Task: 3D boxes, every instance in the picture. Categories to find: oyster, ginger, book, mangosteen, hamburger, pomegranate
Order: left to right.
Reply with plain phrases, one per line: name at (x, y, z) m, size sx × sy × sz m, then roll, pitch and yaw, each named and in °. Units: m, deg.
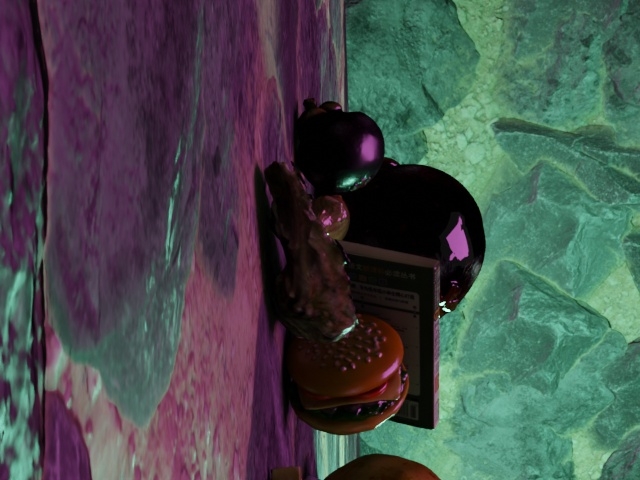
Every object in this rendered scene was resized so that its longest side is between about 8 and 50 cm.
oyster at (-0.024, 0.017, 1.239) m, size 0.166 × 0.094 × 0.294 m, roll -113°, pitch -177°, yaw -46°
ginger at (0.003, -0.006, 1.593) m, size 0.165 × 0.067 × 0.096 m, roll 98°, pitch 17°, yaw -48°
mangosteen at (0.020, -0.140, 1.598) m, size 0.151 × 0.137 × 0.137 m, roll 55°, pitch -2°, yaw 10°
hamburger at (0.033, 0.165, 1.398) m, size 0.162 × 0.162 × 0.115 m, roll -85°, pitch 168°, yaw -53°
book at (0.060, 0.123, 1.480) m, size 0.027 × 0.202 × 0.264 m, roll -49°, pitch 143°, yaw -49°
pomegranate at (0.086, 0.425, 1.622) m, size 0.248 × 0.248 × 0.248 m, roll -1°, pitch 90°, yaw -86°
mangosteen at (0.125, -0.010, 1.983) m, size 0.347 × 0.307 × 0.306 m, roll 56°, pitch -17°, yaw 35°

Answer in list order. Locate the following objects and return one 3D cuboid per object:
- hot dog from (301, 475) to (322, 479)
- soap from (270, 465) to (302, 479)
hot dog at (-0.011, 0.395, 1.283) m, size 0.144 × 0.075 × 0.267 m, roll 78°, pitch 14°, yaw -44°
soap at (-0.039, 0.366, 1.155) m, size 0.092 × 0.037 × 0.252 m, roll 82°, pitch 8°, yaw -50°
